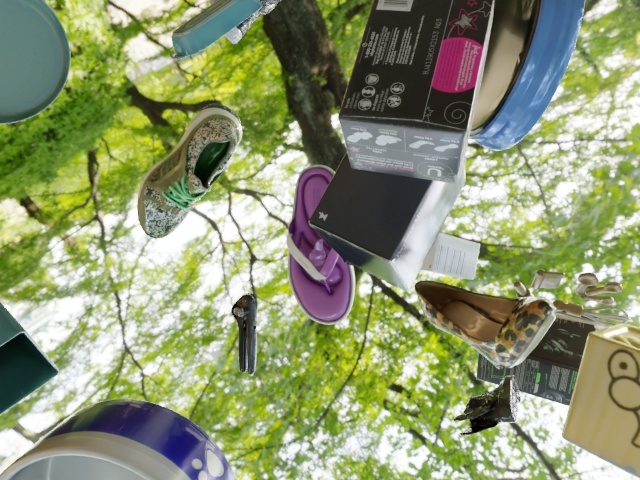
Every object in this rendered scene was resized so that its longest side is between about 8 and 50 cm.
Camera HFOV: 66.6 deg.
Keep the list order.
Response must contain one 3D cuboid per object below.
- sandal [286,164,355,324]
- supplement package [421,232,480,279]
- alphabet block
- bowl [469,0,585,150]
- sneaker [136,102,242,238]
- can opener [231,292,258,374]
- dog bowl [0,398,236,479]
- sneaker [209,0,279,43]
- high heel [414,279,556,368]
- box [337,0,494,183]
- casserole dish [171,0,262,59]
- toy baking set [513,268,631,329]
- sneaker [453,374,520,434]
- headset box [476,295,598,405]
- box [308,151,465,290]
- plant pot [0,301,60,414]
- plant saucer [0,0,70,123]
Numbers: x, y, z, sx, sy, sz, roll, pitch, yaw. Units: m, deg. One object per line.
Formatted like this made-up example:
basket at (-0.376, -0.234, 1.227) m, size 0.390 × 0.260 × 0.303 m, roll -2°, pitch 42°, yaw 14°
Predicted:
sandal at (-0.015, 0.003, 1.223) m, size 0.170 × 0.415 × 0.102 m, roll -9°, pitch 167°, yaw 10°
supplement package at (0.423, 0.050, 1.702) m, size 0.139 × 0.244 × 0.133 m, roll 8°, pitch -93°, yaw 50°
alphabet block at (0.556, 0.270, 0.824) m, size 0.194 × 0.196 × 0.193 m, roll 1°, pitch -167°, yaw -44°
bowl at (0.401, -0.390, 1.038) m, size 0.077 × 0.390 × 0.391 m, roll 12°, pitch -159°, yaw -5°
sneaker at (-0.343, -0.155, 1.253) m, size 0.410 × 0.158 × 0.182 m, roll -53°, pitch -148°, yaw 15°
can opener at (-0.164, 0.212, 1.110) m, size 0.059 × 0.185 × 0.073 m, roll -8°, pitch 172°, yaw 44°
dog bowl at (-0.231, 0.324, 0.558) m, size 0.265 × 0.264 × 0.104 m, roll -26°, pitch -173°, yaw 13°
sneaker at (-0.155, -0.521, 1.053) m, size 0.153 × 0.101 × 0.268 m, roll -35°, pitch -149°, yaw 15°
high heel at (0.220, 0.094, 0.704) m, size 0.093 × 0.186 × 0.261 m, roll -44°, pitch 161°, yaw -16°
box at (0.136, -0.224, 0.672) m, size 0.164 × 0.142 × 0.247 m, roll 11°, pitch -109°, yaw 16°
casserole dish at (-0.186, -0.382, 0.850) m, size 0.188 × 0.037 × 0.114 m, roll -42°, pitch -143°, yaw -13°
toy baking set at (0.528, 0.139, 1.021) m, size 0.197 × 0.256 × 0.030 m, roll -6°, pitch -129°, yaw 38°
sneaker at (0.292, 0.283, 0.845) m, size 0.089 × 0.051 × 0.170 m, roll -19°, pitch 179°, yaw 26°
headset box at (0.599, 0.294, 1.323) m, size 0.283 × 0.131 × 0.246 m, roll 10°, pitch -149°, yaw 27°
box at (0.154, -0.082, 0.988) m, size 0.183 × 0.294 × 0.296 m, roll 26°, pitch -97°, yaw 22°
plant pot at (-0.509, 0.121, 0.650) m, size 0.165 × 0.234 × 0.165 m, roll -37°, pitch 160°, yaw -29°
plant saucer at (-0.725, -0.418, 1.086) m, size 0.318 × 0.317 × 0.044 m, roll -33°, pitch -168°, yaw -8°
